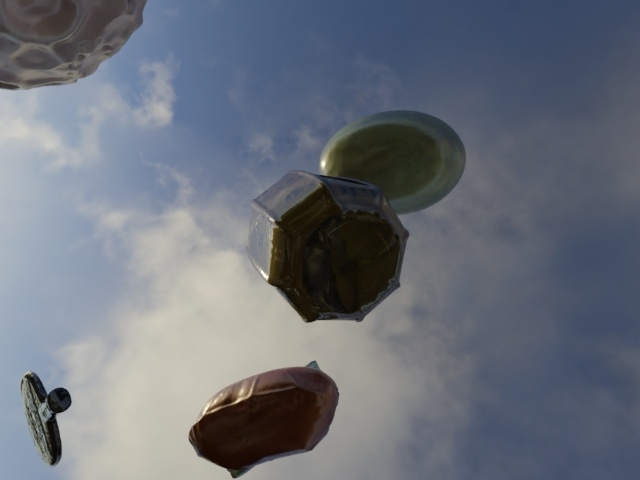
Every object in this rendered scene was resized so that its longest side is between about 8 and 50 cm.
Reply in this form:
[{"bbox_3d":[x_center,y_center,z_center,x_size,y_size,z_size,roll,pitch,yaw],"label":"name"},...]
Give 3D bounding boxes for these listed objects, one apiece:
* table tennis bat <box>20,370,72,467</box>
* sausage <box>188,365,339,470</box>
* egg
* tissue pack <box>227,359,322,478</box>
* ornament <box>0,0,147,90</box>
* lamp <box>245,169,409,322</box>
[{"bbox_3d":[-0.409,0.258,0.608,0.236,0.027,0.150,-36,-104,42],"label":"table tennis bat"},{"bbox_3d":[-0.091,0.275,0.646,0.258,0.133,0.133,-24,-99,17],"label":"sausage"},{"bbox_3d":[0.168,-0.185,0.999,0.352,0.258,0.258,-2,-86,25],"label":"egg"},{"bbox_3d":[-0.121,0.498,1.164,0.311,0.228,0.128,-41,-102,7],"label":"tissue pack"},{"bbox_3d":[-0.263,-0.236,0.310,0.259,0.259,0.225,13,-80,32],"label":"ornament"},{"bbox_3d":[0.000,0.000,0.458,0.185,0.161,0.161,-143,-121,-69],"label":"lamp"}]
